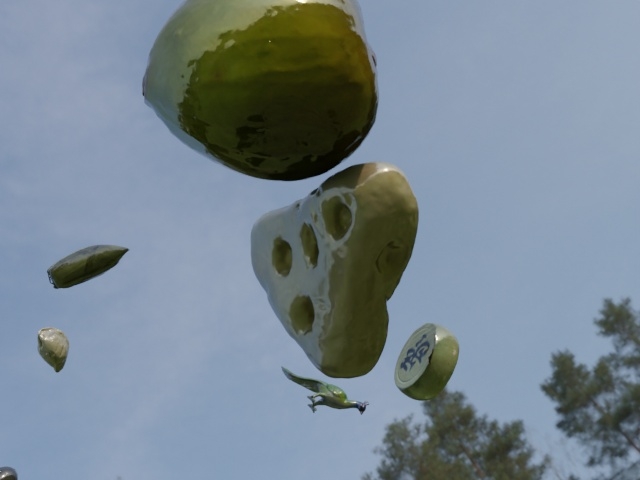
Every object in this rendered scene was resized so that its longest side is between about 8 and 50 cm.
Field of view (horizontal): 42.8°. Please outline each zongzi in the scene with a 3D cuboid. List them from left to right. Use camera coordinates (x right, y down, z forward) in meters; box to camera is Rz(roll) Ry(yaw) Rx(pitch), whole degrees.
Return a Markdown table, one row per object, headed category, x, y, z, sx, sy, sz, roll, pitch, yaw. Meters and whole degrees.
| category | x | y | z | sx | sy | sz | roll | pitch | yaw |
| --- | --- | --- | --- | --- | --- | --- | --- | --- | --- |
| zongzi | -0.366 | 0.039 | 1.285 | 0.104 | 0.113 | 0.052 | -30 | -77 | -36 |

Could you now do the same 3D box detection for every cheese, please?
| category | x | y | z | sx | sy | sz | roll | pitch | yaw |
| --- | --- | --- | --- | --- | --- | --- | --- | --- | --- |
| cheese | 0.000 | 0.000 | 1.314 | 0.130 | 0.328 | 0.350 | -7 | -60 | -34 |

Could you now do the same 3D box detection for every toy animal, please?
| category | x | y | z | sx | sy | sz | roll | pitch | yaw |
| --- | --- | --- | --- | --- | --- | --- | --- | --- | --- |
| toy animal | -0.013 | 0.298 | 1.597 | 0.075 | 0.217 | 0.041 | -27 | -55 | -49 |

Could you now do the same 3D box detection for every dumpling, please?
| category | x | y | z | sx | sy | sz | roll | pitch | yaw |
| --- | --- | --- | --- | --- | --- | --- | --- | --- | --- |
| dumpling | -0.460 | 0.185 | 1.419 | 0.043 | 0.059 | 0.077 | -36 | -86 | 31 |

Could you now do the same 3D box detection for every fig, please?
| category | x | y | z | sx | sy | sz | roll | pitch | yaw |
| --- | --- | --- | --- | --- | --- | --- | --- | --- | --- |
| fig | -0.087 | -0.245 | 1.198 | 0.344 | 0.343 | 0.343 | -15 | -50 | -19 |

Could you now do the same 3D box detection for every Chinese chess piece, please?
| category | x | y | z | sx | sy | sz | roll | pitch | yaw |
| --- | --- | --- | --- | --- | --- | --- | --- | --- | --- |
| Chinese chess piece | 0.191 | 0.219 | 1.484 | 0.059 | 0.144 | 0.144 | 30 | -72 | -14 |

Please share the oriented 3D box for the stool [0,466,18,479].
| category | x | y | z | sx | sy | sz | roll | pitch | yaw |
| --- | --- | --- | --- | --- | --- | --- | --- | --- | --- |
| stool | -0.700 | 0.587 | 1.742 | 0.153 | 0.228 | 0.139 | -25 | -68 | 43 |
